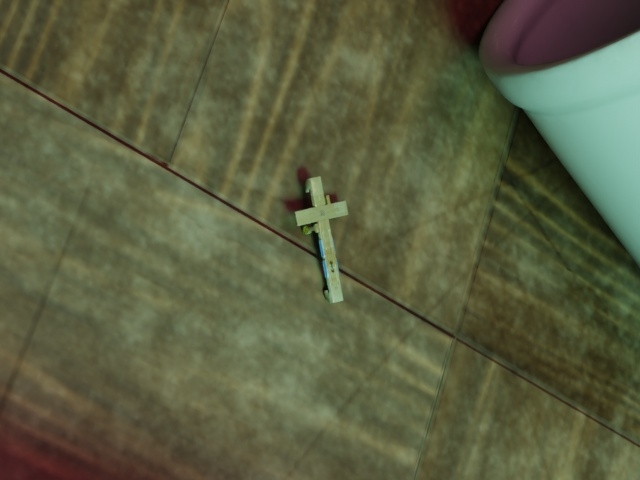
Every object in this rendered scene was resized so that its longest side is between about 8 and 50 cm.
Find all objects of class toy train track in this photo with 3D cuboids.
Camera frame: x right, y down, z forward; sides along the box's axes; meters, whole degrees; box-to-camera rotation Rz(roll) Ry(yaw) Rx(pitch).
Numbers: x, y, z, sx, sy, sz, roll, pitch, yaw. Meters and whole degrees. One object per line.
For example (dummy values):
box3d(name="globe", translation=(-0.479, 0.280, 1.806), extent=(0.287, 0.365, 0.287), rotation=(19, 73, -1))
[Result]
box3d(name="toy train track", translation=(0.000, 0.000, 1.160), extent=(0.048, 0.014, 0.083), rotation=(-13, 93, -44))

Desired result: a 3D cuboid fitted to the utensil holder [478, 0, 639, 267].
box3d(name="utensil holder", translation=(0.352, -0.070, 1.241), extent=(0.385, 0.327, 0.327), rotation=(53, 55, -17))
